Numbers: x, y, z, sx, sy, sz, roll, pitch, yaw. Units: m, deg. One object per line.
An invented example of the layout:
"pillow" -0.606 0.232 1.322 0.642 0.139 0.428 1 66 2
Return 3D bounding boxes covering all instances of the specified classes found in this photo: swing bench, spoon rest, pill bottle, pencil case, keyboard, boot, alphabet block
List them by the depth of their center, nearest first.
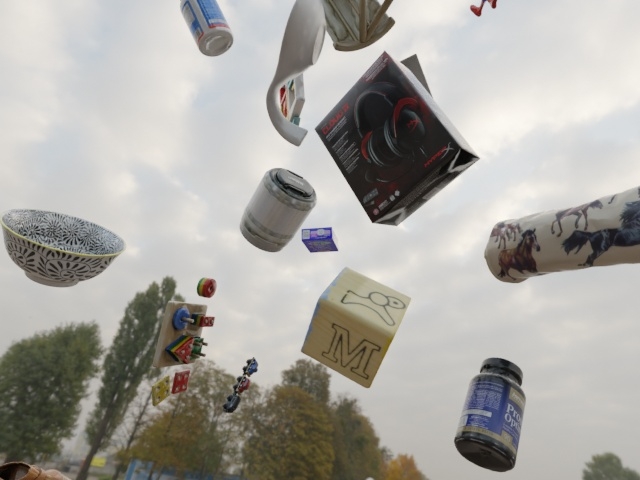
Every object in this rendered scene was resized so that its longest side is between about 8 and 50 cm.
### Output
"spoon rest" -0.050 -0.301 0.736 0.084 0.137 0.276 19 -41 5
"pencil case" 0.570 -0.010 0.866 0.184 0.159 0.410 -8 -7 -37
"pill bottle" 0.383 0.376 0.912 0.123 0.219 0.122 20 -42 19
"boot" -0.693 0.555 0.940 0.197 0.073 0.152 -15 -45 3
"swing bench" 0.085 -0.648 0.998 0.165 0.253 0.254 -14 -26 -21
"alphabet block" 0.093 0.217 1.057 0.197 0.192 0.193 26 -58 15
"keyboard" 0.304 -0.477 1.297 0.072 0.014 0.256 -24 -33 18
"pill bottle" -0.379 -0.727 1.335 0.124 0.221 0.124 -25 -7 -3

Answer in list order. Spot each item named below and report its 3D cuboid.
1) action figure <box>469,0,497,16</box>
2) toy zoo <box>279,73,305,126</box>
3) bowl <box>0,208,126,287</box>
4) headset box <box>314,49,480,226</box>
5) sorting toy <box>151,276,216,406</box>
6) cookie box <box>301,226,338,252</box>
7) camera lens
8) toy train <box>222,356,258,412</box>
"action figure" 0.463 -0.776 1.130 0.092 0.139 0.280 -30 -11 -1
"toy zoo" -0.095 -0.484 1.315 0.030 0.293 0.192 0 -13 -19
"bowl" -0.399 0.020 0.629 0.170 0.080 0.170 24 9 -4
"headset box" 0.135 -0.209 0.835 0.218 0.293 0.110 -41 -26 30
"sorting toy" -0.284 0.211 0.876 0.046 0.274 0.132 8 -9 19
"cookie box" 0.000 0.000 1.206 0.092 0.040 0.107 -4 -22 11
"camera lens" -0.159 -0.118 1.552 0.219 0.219 0.274 24 -60 -22
"toy train" -0.198 0.366 1.047 0.036 0.158 0.027 5 -49 22
